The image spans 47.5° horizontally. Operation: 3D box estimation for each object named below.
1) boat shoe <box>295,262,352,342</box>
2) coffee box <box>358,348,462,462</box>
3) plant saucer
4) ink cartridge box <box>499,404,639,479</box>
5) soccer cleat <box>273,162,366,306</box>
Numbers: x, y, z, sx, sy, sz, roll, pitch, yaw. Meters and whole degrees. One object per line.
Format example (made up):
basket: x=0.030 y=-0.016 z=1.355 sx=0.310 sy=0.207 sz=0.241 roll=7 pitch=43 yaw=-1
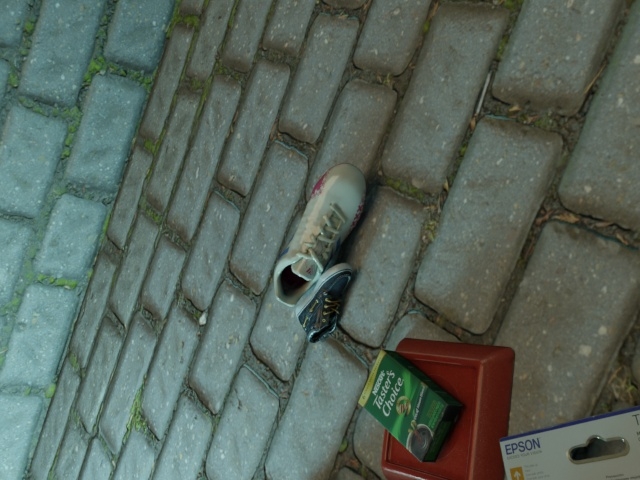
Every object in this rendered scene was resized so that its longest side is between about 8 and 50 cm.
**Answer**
boat shoe: x=0.019 y=0.131 z=1.502 sx=0.183 sy=0.065 sz=0.083 roll=-53 pitch=48 yaw=34
coffee box: x=0.145 y=0.274 z=1.222 sx=0.184 sy=0.040 sz=0.113 roll=37 pitch=108 yaw=51
plant saucer: x=0.196 y=0.297 z=1.222 sx=0.258 sy=0.047 sz=0.259 roll=-4 pitch=75 yaw=52
ink cartridge box: x=0.394 y=0.387 z=0.912 sx=0.324 sy=0.071 sz=0.330 roll=-32 pitch=54 yaw=46
soccer cleat: x=0.000 y=0.000 z=1.500 sx=0.143 sy=0.116 sz=0.331 roll=-81 pitch=17 yaw=-59
